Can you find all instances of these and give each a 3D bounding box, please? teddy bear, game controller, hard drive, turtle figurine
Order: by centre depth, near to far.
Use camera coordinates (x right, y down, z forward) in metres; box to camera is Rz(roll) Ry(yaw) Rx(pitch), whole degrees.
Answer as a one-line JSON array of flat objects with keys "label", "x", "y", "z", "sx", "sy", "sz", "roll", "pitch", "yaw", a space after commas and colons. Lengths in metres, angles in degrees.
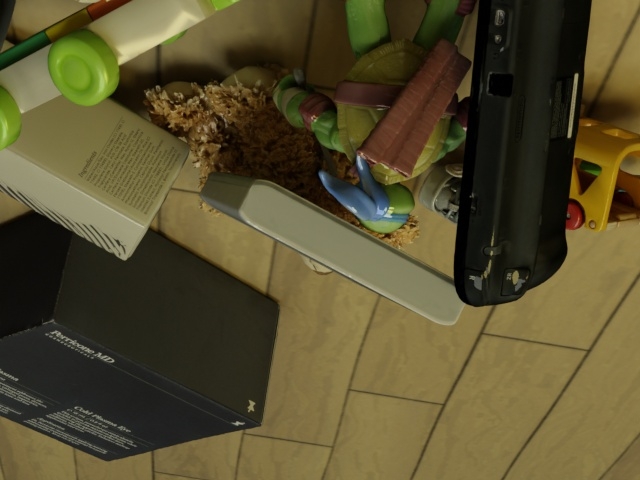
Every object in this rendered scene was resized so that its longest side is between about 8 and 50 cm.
[{"label": "game controller", "x": 0.167, "y": -0.106, "z": 1.149, "sx": 0.067, "sy": 0.319, "sz": 0.166, "roll": 11, "pitch": -165, "yaw": 23}, {"label": "turtle figurine", "x": 0.068, "y": -0.151, "z": 1.206, "sx": 0.198, "sy": 0.266, "sz": 0.274, "roll": 14, "pitch": -165, "yaw": 33}, {"label": "hard drive", "x": 0.000, "y": 0.000, "z": 1.296, "sx": 0.203, "sy": 0.040, "sz": 0.307, "roll": 28, "pitch": 178, "yaw": -11}, {"label": "teddy bear", "x": -0.039, "y": -0.065, "z": 1.479, "sx": 0.245, "sy": 0.113, "sz": 0.338, "roll": 0, "pitch": 150, "yaw": 19}]

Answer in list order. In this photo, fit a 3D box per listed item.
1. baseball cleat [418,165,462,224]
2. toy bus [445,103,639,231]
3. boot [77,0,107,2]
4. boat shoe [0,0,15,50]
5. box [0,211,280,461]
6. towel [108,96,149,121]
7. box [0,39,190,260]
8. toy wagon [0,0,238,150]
[{"label": "baseball cleat", "x": 0.153, "y": -0.023, "z": 1.451, "sx": 0.109, "sy": 0.072, "sz": 0.206, "roll": 20, "pitch": -170, "yaw": -6}, {"label": "toy bus", "x": 0.234, "y": -0.081, "z": 1.384, "sx": 0.202, "sy": 0.191, "sz": 0.104, "roll": 8, "pitch": 108, "yaw": -2}, {"label": "boot", "x": -0.106, "y": -0.230, "z": 1.010, "sx": 0.213, "sy": 0.077, "sz": 0.165, "roll": 8, "pitch": 147, "yaw": -41}, {"label": "boat shoe", "x": -0.327, "y": -0.273, "z": 1.175, "sx": 0.156, "sy": 0.136, "sz": 0.367, "roll": 16, "pitch": 160, "yaw": -8}, {"label": "box", "x": -0.283, "y": 0.124, "z": 1.812, "sx": 0.312, "sy": 0.179, "sz": 0.343, "roll": -17, "pitch": 143, "yaw": 40}, {"label": "towel", "x": -0.246, "y": -0.114, "z": 1.497, "sx": 0.113, "sy": 0.023, "sz": 0.152, "roll": 30, "pitch": 151, "yaw": -8}, {"label": "box", "x": -0.277, "y": -0.102, "z": 1.406, "sx": 0.275, "sy": 0.113, "sz": 0.094, "roll": 31, "pitch": 151, "yaw": -6}, {"label": "toy wagon", "x": -0.135, "y": -0.183, "z": 1.157, "sx": 0.344, "sy": 0.267, "sz": 0.068, "roll": -19, "pitch": 106, "yaw": 38}]
